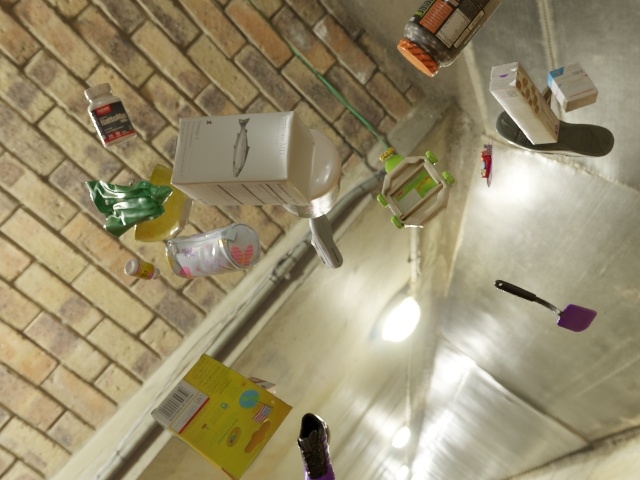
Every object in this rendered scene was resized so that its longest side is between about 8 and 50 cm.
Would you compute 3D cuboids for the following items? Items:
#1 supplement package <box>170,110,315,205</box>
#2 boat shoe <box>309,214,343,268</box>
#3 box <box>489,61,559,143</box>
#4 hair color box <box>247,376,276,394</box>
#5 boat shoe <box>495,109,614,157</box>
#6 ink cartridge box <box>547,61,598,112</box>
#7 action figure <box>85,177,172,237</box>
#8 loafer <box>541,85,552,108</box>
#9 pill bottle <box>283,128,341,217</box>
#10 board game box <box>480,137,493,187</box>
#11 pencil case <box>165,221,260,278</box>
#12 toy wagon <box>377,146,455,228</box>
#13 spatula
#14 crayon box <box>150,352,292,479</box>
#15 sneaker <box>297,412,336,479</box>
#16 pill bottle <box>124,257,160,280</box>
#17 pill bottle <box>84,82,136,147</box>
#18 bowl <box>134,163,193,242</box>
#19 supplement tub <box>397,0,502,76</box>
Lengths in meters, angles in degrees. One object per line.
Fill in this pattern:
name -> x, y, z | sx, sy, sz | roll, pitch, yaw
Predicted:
supplement package -> -0.107, -0.114, 0.816 | 0.179, 0.105, 0.105 | 0, 165, 17
boat shoe -> 0.000, 0.000, 1.972 | 0.075, 0.083, 0.227 | -12, 102, 45
box -> 0.501, -0.324, 1.368 | 0.067, 0.063, 0.323 | 3, 167, 40
hair color box -> -0.213, 0.481, 1.798 | 0.093, 0.054, 0.167 | 14, 177, 14
boat shoe -> 0.658, -0.298, 1.612 | 0.320, 0.118, 0.103 | 12, 179, 10
ink cartridge box -> 0.706, -0.429, 1.581 | 0.052, 0.088, 0.123 | 62, -170, -58
action figure -> -0.378, -0.081, 1.153 | 0.232, 0.063, 0.137 | -6, 121, 40
loafer -> 0.724, -0.431, 1.821 | 0.050, 0.056, 0.148 | 21, 131, 10
pill bottle -> -0.032, -0.141, 1.311 | 0.162, 0.162, 0.278 | 39, 175, 7
board game box -> 0.557, -0.262, 1.910 | 0.033, 0.169, 0.133 | 2, -179, 9
pencil case -> -0.274, 0.026, 1.427 | 0.273, 0.114, 0.124 | -9, 128, 41
toy wagon -> 0.336, -0.214, 2.108 | 0.068, 0.267, 0.345 | 27, -152, -49
spatula -> 0.643, 0.182, 1.634 | 0.296, 0.084, 0.030 | 25, -154, 9
crayon box -> -0.230, 0.427, 1.356 | 0.318, 0.202, 0.081 | 20, 147, 37
sneaker -> -0.023, 0.669, 1.748 | 0.294, 0.102, 0.146 | -100, -10, -48
pill bottle -> -0.432, 0.073, 1.377 | 0.043, 0.043, 0.083 | 31, -177, 36
pill bottle -> -0.658, -0.389, 1.756 | 0.108, 0.107, 0.180 | 11, 126, 66
bowl -> -0.541, -0.114, 2.001 | 0.155, 0.290, 0.289 | 16, 172, -11
supplement tub -> 0.427, -0.737, 1.892 | 0.207, 0.338, 0.207 | 38, -168, -10
